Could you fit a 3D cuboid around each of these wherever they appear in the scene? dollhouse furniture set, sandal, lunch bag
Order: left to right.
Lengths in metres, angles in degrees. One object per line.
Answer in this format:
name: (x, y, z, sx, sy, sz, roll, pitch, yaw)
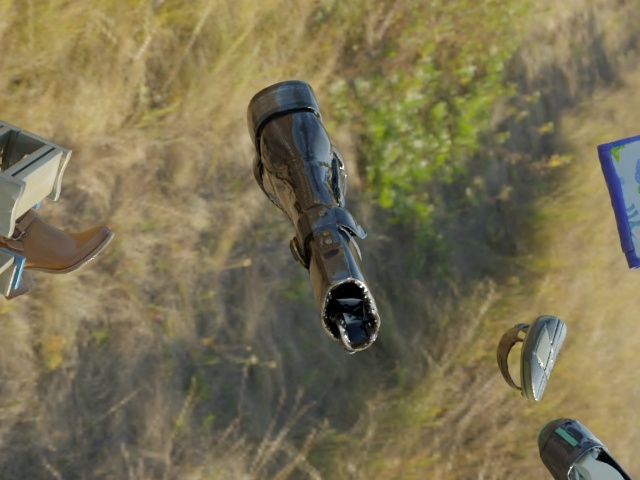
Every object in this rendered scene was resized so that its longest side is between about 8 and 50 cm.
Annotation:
dollhouse furniture set: (-0.381, -0.026, 1.156, 0.129, 0.129, 0.184, -63, 175, -66)
sandal: (0.307, 0.180, 1.576, 0.303, 0.086, 0.120, 61, 52, -73)
lunch bag: (0.351, -0.048, 1.040, 0.096, 0.151, 0.129, 153, -76, -66)

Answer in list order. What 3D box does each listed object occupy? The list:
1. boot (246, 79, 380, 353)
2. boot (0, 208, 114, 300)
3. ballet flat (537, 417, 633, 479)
boot: (0.000, 0.000, 0.979, 0.263, 0.091, 0.229, 66, 5, -66)
boot: (-0.421, -0.016, 1.551, 0.152, 0.197, 0.073, 64, -8, -16)
ballet flat: (0.279, 0.250, 1.000, 0.203, 0.074, 0.074, 50, 33, -24)
